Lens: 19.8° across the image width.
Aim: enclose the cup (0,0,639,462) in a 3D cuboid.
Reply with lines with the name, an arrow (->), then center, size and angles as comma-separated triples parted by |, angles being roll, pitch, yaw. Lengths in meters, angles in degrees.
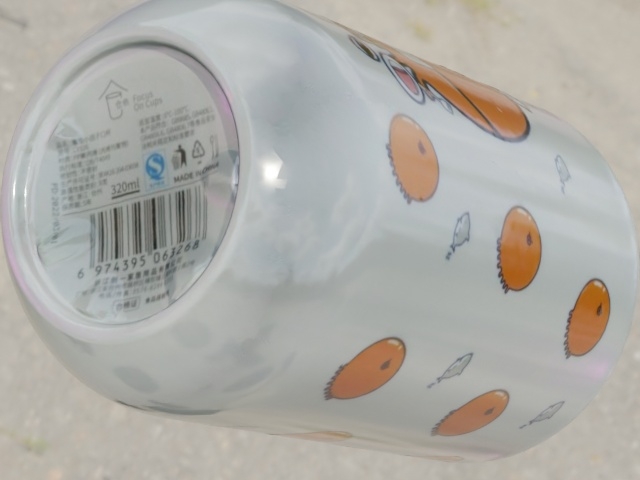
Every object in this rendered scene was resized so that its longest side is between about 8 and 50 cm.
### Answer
cup -> 0.000, 0.000, 0.928 | 0.212, 0.212, 0.317 | 50, 19, 30
